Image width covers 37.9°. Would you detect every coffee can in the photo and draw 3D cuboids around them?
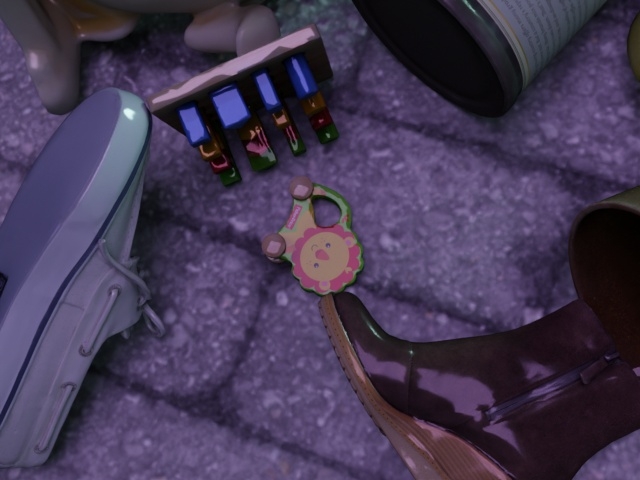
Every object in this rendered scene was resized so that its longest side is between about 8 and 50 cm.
[{"bbox_3d":[0.184,-0.279,0.844,0.201,0.201,0.275,42,85,19],"label":"coffee can"}]

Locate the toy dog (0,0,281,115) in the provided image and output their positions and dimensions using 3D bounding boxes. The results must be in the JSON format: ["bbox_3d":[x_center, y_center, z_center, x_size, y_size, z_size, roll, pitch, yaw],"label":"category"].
[{"bbox_3d":[-0.117,-0.341,0.912,0.408,0.284,0.395,-11,51,6],"label":"toy dog"}]

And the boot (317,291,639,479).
[{"bbox_3d":[0.137,0.107,0.806,0.207,0.090,0.248,-33,76,-3],"label":"boot"}]

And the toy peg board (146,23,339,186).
[{"bbox_3d":[-0.056,-0.116,0.872,0.161,0.160,0.079,-24,86,3],"label":"toy peg board"}]

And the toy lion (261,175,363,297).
[{"bbox_3d":[0.000,0.000,0.889,0.096,0.034,0.100,22,79,9],"label":"toy lion"}]

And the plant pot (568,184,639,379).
[{"bbox_3d":[0.358,0.013,0.739,0.230,0.215,0.215,-29,70,-12],"label":"plant pot"}]

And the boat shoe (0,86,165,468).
[{"bbox_3d":[-0.213,0.049,0.856,0.136,0.156,0.367,26,92,50],"label":"boat shoe"}]

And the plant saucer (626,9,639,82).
[{"bbox_3d":[0.395,-0.186,0.816,0.241,0.037,0.241,-7,50,8],"label":"plant saucer"}]
